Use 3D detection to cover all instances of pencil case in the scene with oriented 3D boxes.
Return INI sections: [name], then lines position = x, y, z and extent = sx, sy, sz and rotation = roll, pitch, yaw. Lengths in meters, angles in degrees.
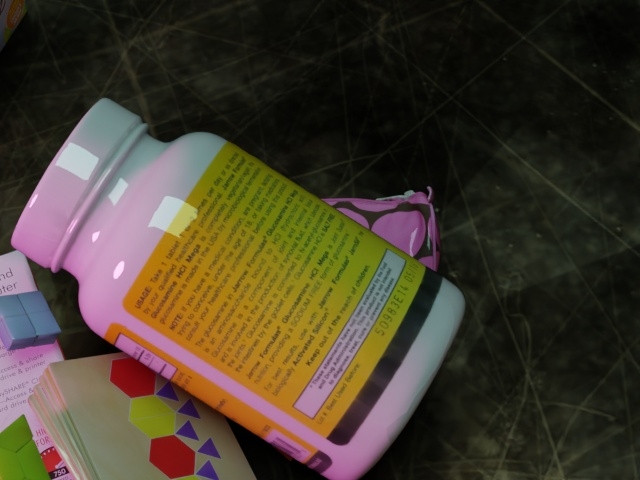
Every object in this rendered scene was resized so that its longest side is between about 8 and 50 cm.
[pencil case]
position = 0.000, 0.000, 1.492
extent = 0.209, 0.095, 0.098
rotation = 1, 88, 2

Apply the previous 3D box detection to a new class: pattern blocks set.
[pattern blocks set]
position = -0.131, 0.168, 1.351
extent = 0.285, 0.026, 0.325
rotation = 2, 50, -33

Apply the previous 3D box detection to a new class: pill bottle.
[pill bottle]
position = -0.068, 0.033, 1.360
extent = 0.334, 0.188, 0.188
rotation = 33, 62, -3

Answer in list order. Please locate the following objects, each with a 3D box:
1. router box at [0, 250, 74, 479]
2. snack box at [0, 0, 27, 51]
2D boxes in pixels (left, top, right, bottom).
[router box]
position = -0.350, 0.197, 1.379
extent = 0.335, 0.082, 0.301
rotation = -20, 59, -11
[snack box]
position = -0.357, -0.204, 1.580
extent = 0.070, 0.174, 0.207
rotation = 22, 60, 11
